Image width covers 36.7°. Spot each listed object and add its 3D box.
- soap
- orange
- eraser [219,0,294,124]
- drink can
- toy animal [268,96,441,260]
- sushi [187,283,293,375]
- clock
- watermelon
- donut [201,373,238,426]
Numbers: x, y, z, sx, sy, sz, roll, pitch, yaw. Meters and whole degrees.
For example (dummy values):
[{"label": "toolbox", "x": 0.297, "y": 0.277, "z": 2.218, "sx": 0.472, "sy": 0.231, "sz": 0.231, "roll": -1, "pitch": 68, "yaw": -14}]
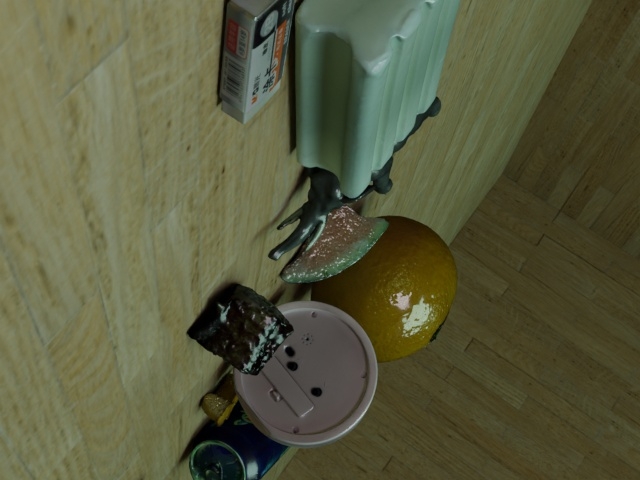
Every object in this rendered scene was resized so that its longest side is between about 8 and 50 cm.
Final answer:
[{"label": "soap", "x": 0.050, "y": -0.167, "z": 0.900, "sx": 0.160, "sy": 0.087, "sz": 0.265, "roll": -53, "pitch": 169, "yaw": -17}, {"label": "orange", "x": 0.096, "y": 0.076, "z": 1.480, "sx": 0.236, "sy": 0.236, "sz": 0.236, "roll": -53, "pitch": 169, "yaw": -15}, {"label": "eraser", "x": -0.047, "y": -0.141, "z": 0.709, "sx": 0.052, "sy": 0.029, "sz": 0.122, "roll": -50, "pitch": 168, "yaw": -28}, {"label": "drink can", "x": -0.118, "y": 0.317, "z": 1.517, "sx": 0.118, "sy": 0.118, "sz": 0.205, "roll": -60, "pitch": 168, "yaw": 22}, {"label": "toy animal", "x": 0.039, "y": -0.087, "z": 1.115, "sx": 0.269, "sy": 0.082, "sz": 0.137, "roll": -54, "pitch": 167, "yaw": 9}, {"label": "sushi", "x": -0.090, "y": 0.098, "z": 1.106, "sx": 0.084, "sy": 0.098, "sz": 0.094, "roll": -53, "pitch": -172, "yaw": 5}, {"label": "clock", "x": -0.020, "y": 0.186, "z": 1.336, "sx": 0.197, "sy": 0.197, "sz": 0.068, "roll": -53, "pitch": 169, "yaw": -14}, {"label": "watermelon", "x": 0.003, "y": 0.011, "z": 1.341, "sx": 0.155, "sy": 0.080, "sz": 0.101, "roll": -54, "pitch": -156, "yaw": -21}, {"label": "donut", "x": -0.136, "y": 0.221, "z": 1.366, "sx": 0.083, "sy": 0.038, "sz": 0.067, "roll": -57, "pitch": 168, "yaw": -20}]
